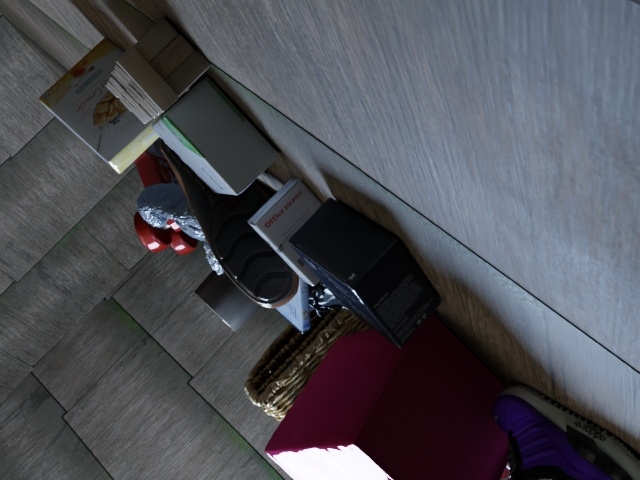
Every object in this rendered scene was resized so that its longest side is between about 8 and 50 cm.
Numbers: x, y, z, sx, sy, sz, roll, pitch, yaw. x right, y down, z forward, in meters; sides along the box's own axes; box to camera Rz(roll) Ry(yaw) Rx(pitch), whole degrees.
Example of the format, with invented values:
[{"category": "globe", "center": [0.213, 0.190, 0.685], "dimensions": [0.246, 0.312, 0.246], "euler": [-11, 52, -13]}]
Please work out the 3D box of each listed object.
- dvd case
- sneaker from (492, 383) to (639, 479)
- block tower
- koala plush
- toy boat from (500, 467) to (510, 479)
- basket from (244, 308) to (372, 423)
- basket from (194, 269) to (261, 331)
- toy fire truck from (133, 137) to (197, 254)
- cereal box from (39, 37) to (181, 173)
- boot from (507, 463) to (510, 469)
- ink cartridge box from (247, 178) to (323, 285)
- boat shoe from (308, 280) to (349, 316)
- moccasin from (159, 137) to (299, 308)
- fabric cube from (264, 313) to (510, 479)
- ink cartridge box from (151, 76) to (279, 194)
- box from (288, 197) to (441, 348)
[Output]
[{"category": "dvd case", "center": [-0.081, 0.028, 1.609], "dimensions": [0.180, 0.022, 0.253], "euler": [35, 137, 46]}, {"category": "sneaker", "center": [0.292, 0.297, 1.167], "dimensions": [0.102, 0.146, 0.293], "euler": [47, 171, -18]}, {"category": "block tower", "center": [-0.244, -0.239, 1.261], "dimensions": [0.091, 0.097, 0.335], "euler": [46, 173, -15]}, {"category": "koala plush", "center": [-0.205, -0.047, 1.703], "dimensions": [0.203, 0.196, 0.221], "euler": [23, 156, 40]}, {"category": "toy boat", "center": [0.339, 0.424, 1.701], "dimensions": [0.231, 0.151, 0.151], "euler": [78, 176, -74]}, {"category": "basket", "center": [-0.032, 0.236, 1.861], "dimensions": [0.213, 0.299, 0.223], "euler": [39, 174, 45]}, {"category": "basket", "center": [-0.155, 0.077, 1.911], "dimensions": [0.154, 0.227, 0.204], "euler": [44, 171, -4]}, {"category": "toy fire truck", "center": [-0.310, -0.117, 1.920], "dimensions": [0.254, 0.169, 0.302], "euler": [68, -165, 10]}, {"category": "cereal box", "center": [-0.374, -0.246, 1.554], "dimensions": [0.240, 0.173, 0.047], "euler": [38, 169, 31]}, {"category": "boot", "center": [0.331, 0.353, 1.560], "dimensions": [0.190, 0.069, 0.086], "euler": [50, 179, 21]}, {"category": "ink cartridge box", "center": [-0.028, -0.014, 1.315], "dimensions": [0.135, 0.099, 0.056], "euler": [47, 172, -17]}, {"category": "boat shoe", "center": [-0.011, 0.087, 1.667], "dimensions": [0.340, 0.113, 0.127], "euler": [37, 168, 40]}, {"category": "moccasin", "center": [-0.152, -0.040, 1.481], "dimensions": [0.380, 0.139, 0.147], "euler": [50, 176, 25]}, {"category": "fabric cube", "center": [0.122, 0.304, 1.362], "dimensions": [0.259, 0.254, 0.258], "euler": [46, 146, -14]}, {"category": "ink cartridge box", "center": [-0.165, -0.153, 1.308], "dimensions": [0.154, 0.093, 0.212], "euler": [47, 170, -13]}, {"category": "box", "center": [0.062, 0.044, 1.198], "dimensions": [0.156, 0.093, 0.158], "euler": [35, 169, 46]}]
